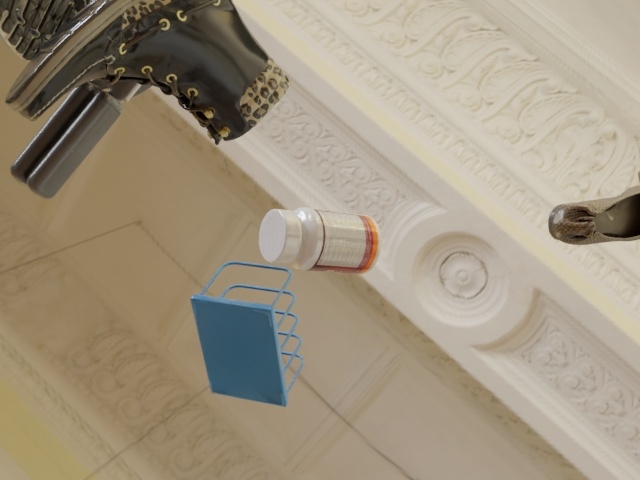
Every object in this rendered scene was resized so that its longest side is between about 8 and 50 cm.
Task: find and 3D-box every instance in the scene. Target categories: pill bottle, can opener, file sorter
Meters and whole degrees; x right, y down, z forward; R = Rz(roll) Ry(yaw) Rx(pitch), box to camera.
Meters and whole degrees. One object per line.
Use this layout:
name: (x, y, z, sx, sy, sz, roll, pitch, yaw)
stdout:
pill bottle: (0.000, 0.000, 1.499, 0.121, 0.221, 0.121, -11, -104, 55)
can opener: (-0.301, -0.173, 1.075, 0.076, 0.095, 0.283, 32, -100, 25)
file sorter: (-0.093, 0.129, 1.095, 0.118, 0.104, 0.170, 7, -56, 20)

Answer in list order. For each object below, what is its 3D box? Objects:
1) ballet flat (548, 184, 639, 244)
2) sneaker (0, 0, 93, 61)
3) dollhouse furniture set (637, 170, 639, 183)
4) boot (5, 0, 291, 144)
ballet flat: (0.435, -0.034, 1.120, 0.058, 0.249, 0.084, 11, -74, 59)
sneaker: (-0.361, -0.306, 0.953, 0.147, 0.330, 0.130, 34, -85, -7)
dollhouse furniture set: (0.388, -0.011, 0.715, 0.123, 0.144, 0.151, -20, -81, -14)
boot: (-0.147, -0.148, 0.720, 0.085, 0.236, 0.179, 14, -33, 56)
